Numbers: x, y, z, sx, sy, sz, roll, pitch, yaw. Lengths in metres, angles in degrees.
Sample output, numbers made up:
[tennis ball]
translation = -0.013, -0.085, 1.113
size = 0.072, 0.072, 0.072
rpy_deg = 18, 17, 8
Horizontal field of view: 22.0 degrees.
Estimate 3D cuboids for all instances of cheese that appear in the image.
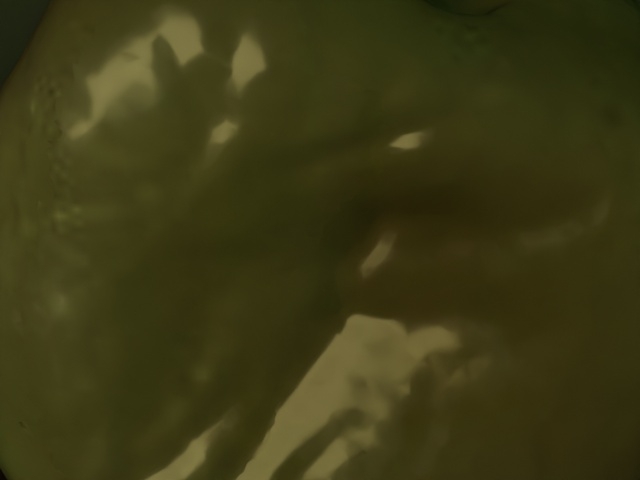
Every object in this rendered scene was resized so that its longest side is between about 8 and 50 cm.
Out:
[cheese]
translation = 0.000, 0.000, 0.457
size = 0.235, 0.117, 0.218
rpy_deg = -26, 109, 11

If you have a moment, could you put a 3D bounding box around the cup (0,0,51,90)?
[cup]
translation = -0.124, -0.190, 0.545
size = 0.356, 0.259, 0.274
rpy_deg = -45, 61, -7

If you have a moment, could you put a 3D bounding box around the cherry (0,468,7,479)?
[cherry]
translation = -0.199, 0.074, 0.608
size = 0.239, 0.239, 0.206
rpy_deg = -28, 38, 33
